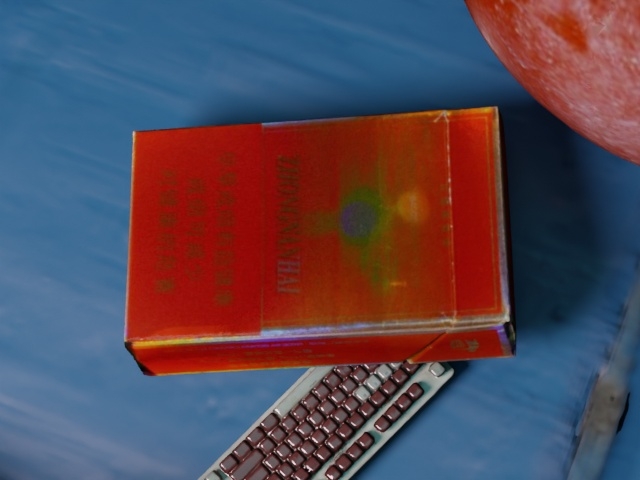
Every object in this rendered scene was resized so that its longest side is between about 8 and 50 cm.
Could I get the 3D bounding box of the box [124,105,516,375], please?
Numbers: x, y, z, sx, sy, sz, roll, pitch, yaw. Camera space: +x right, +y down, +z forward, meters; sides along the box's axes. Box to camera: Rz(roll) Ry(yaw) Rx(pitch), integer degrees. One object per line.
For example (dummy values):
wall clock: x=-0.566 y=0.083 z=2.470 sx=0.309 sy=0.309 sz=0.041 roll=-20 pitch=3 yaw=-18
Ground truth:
box: x=0.000 y=0.000 z=0.770 sx=0.175 sy=0.048 sz=0.112 roll=-3 pitch=65 yaw=7

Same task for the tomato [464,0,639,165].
tomato: x=0.181 y=-0.146 z=0.698 sx=0.270 sy=0.227 sz=0.270 roll=-1 pitch=59 yaw=2

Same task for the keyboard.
keyboard: x=-0.012 y=0.103 z=0.775 sx=0.166 sy=0.017 sz=0.055 roll=-45 pitch=77 yaw=-4
